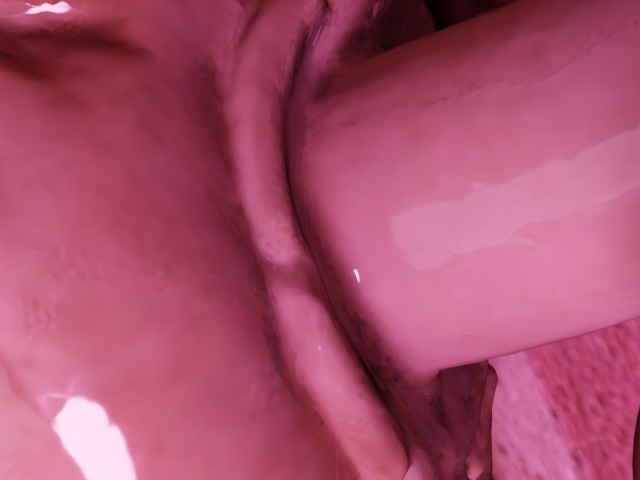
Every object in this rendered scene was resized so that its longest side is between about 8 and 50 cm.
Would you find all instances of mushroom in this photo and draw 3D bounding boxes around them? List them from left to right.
[{"bbox_3d":[0.000,0.000,0.587,0.336,0.314,0.314,-18,105,27],"label":"mushroom"}]

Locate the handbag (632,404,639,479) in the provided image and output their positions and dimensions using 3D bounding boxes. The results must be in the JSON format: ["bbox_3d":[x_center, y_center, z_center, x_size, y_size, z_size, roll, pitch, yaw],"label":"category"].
[{"bbox_3d":[0.249,0.036,0.402,0.302,0.149,0.283,38,107,10],"label":"handbag"}]
